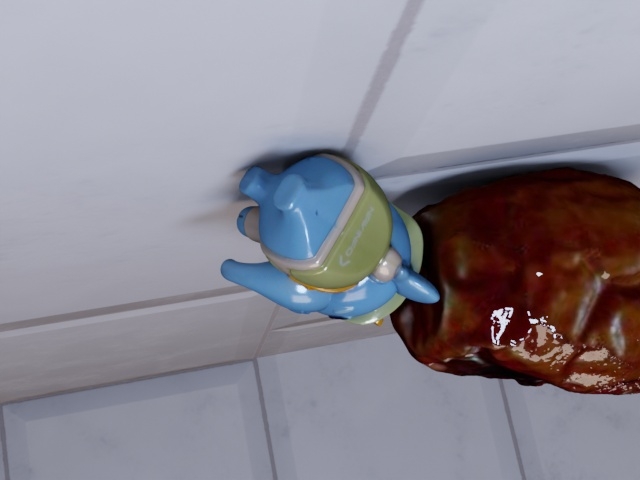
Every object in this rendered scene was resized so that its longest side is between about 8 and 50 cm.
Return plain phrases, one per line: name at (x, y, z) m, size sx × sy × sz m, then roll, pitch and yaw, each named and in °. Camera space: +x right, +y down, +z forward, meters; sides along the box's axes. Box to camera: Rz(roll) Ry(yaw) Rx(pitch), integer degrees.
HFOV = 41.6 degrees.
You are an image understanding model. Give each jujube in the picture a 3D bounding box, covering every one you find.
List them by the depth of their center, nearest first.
jujube at (0.267, 0.051, 0.965) m, size 0.377 × 0.276 × 0.276 m, roll -2°, pitch 164°, yaw -25°

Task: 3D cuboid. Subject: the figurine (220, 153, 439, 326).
figurine at (0.003, -0.003, 0.815) m, size 0.180 × 0.153 × 0.262 m, roll -9°, pitch 153°, yaw 32°
